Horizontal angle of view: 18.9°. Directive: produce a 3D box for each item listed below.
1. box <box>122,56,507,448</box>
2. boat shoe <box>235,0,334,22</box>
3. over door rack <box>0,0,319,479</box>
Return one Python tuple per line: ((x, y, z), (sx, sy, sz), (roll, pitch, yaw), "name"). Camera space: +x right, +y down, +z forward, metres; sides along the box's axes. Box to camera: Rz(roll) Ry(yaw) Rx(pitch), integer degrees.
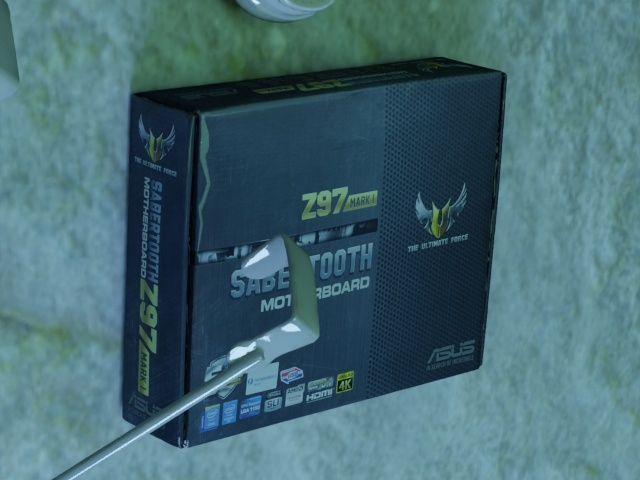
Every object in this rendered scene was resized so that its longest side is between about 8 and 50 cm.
((0.000, 0.000, 1.059), (0.233, 0.059, 0.183), (-10, 110, -41), "box")
((0.016, -0.241, 0.962), (0.098, 0.096, 0.277), (1, 104, -44), "boat shoe")
((-0.175, 0.079, 0.818), (0.324, 0.108, 0.239), (-41, 135, 7), "over door rack")
